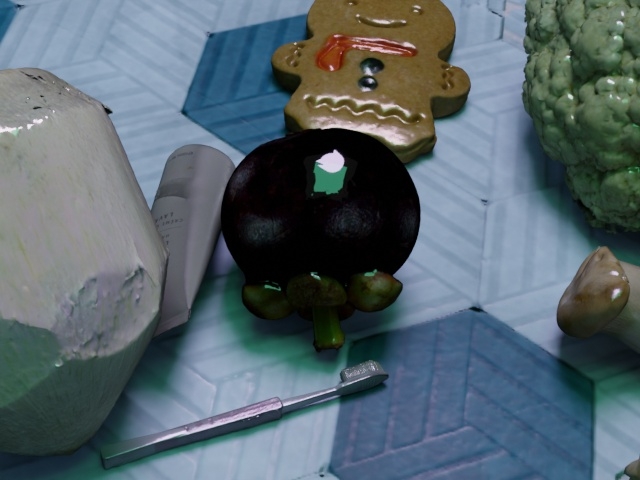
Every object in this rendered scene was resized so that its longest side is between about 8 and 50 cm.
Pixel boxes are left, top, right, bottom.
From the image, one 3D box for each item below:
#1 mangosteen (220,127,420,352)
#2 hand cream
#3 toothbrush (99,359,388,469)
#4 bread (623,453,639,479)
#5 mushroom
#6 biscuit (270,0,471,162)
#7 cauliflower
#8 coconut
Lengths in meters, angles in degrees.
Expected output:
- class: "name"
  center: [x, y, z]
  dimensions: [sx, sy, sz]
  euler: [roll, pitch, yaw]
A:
- class: "mangosteen"
  center: [0.000, 0.000, 0.842]
  dimensions: [0.137, 0.137, 0.151]
  euler: [-1, 80, -5]
- class: "hand cream"
  center: [-0.099, 0.001, 0.866]
  dimensions: [0.054, 0.087, 0.186]
  euler: [43, 39, -27]
- class: "toothbrush"
  center: [-0.046, 0.111, 0.801]
  dimensions: [0.194, 0.014, 0.017]
  euler: [-16, 51, -18]
- class: "bread"
  center: [0.372, 0.174, 0.658]
  dimensions: [0.333, 0.143, 0.323]
  euler: [-25, 65, -23]
- class: "mushroom"
  center: [0.266, 0.050, 0.831]
  dimensions: [0.213, 0.088, 0.097]
  euler: [8, 49, 5]
- class: "biscuit"
  center: [0.046, -0.155, 1.038]
  dimensions: [0.166, 0.036, 0.225]
  euler: [10, 47, 7]
- class: "cauliflower"
  center: [0.292, -0.117, 0.935]
  dimensions: [0.272, 0.275, 0.250]
  euler: [0, -3, 38]
- class: "coconut"
  center: [-0.196, 0.020, 0.744]
  dimensions: [0.224, 0.224, 0.234]
  euler: [-13, 90, -16]
